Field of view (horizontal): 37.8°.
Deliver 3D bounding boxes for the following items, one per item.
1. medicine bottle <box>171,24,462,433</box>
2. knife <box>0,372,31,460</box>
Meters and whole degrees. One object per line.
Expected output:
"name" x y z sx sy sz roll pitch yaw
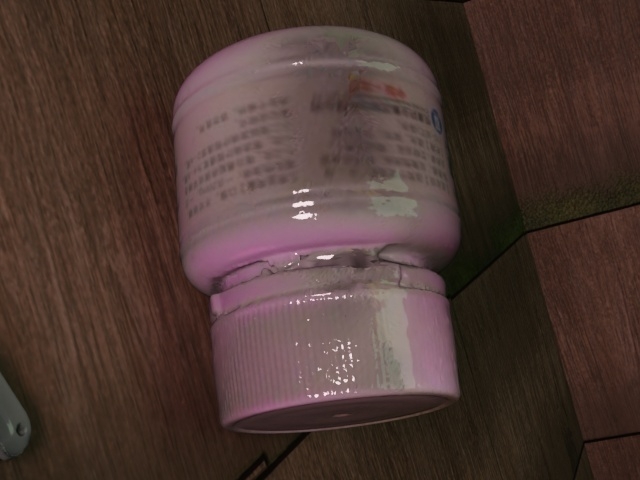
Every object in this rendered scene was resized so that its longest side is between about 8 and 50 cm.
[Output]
"medicine bottle" 0.000 0.000 0.799 0.241 0.241 0.302 25 55 -59
"knife" -0.223 0.067 0.555 0.162 0.023 0.044 65 31 -22
